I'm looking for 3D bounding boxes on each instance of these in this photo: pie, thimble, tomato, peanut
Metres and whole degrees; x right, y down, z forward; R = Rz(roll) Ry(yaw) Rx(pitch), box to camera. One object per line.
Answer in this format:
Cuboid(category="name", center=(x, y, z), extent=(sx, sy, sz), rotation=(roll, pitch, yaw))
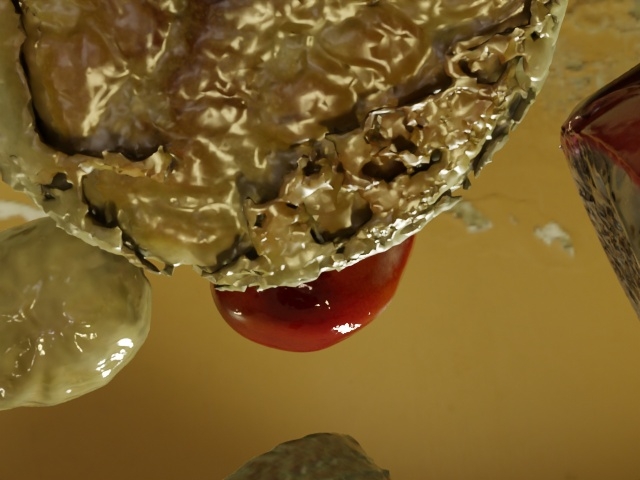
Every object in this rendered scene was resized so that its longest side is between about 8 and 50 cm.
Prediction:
Cuboid(category="pie", center=(-0.032, -0.107, 0.413), extent=(0.274, 0.274, 0.055), rotation=(-7, -162, 1))
Cuboid(category="thimble", center=(-0.025, 0.296, 0.894), extent=(0.229, 0.196, 0.148), rotation=(-21, -131, -35))
Cuboid(category="tomato", center=(0.000, 0.000, 1.235), extent=(0.226, 0.298, 0.298), rotation=(17, -166, 12))
Cuboid(category="peanut", center=(-0.207, 0.059, 0.667), extent=(0.123, 0.123, 0.257), rotation=(-15, 175, -41))

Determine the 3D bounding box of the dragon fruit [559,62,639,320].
Cuboid(category="dragon fruit", center=(0.286, 0.007, 0.589), extent=(0.189, 0.290, 0.290), rotation=(-27, -175, 9))
